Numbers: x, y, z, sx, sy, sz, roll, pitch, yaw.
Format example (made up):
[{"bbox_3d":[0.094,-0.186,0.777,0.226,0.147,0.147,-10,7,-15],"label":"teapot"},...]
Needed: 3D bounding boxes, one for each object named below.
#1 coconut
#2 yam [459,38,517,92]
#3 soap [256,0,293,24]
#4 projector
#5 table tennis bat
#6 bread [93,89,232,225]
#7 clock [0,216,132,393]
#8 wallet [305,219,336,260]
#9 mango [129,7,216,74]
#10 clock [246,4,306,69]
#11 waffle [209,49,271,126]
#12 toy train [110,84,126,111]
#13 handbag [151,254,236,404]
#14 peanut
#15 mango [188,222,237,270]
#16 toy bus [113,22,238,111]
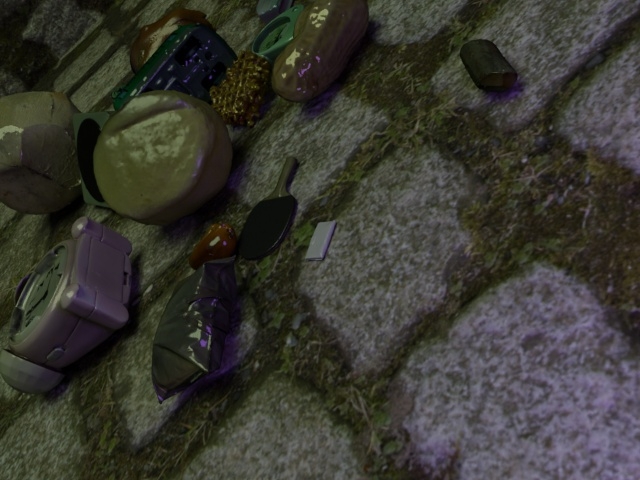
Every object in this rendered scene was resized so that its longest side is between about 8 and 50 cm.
[{"bbox_3d":[-0.849,-0.281,2.099,0.346,0.346,0.360,-29,48,24],"label":"coconut"},{"bbox_3d":[0.292,-0.299,1.214,0.070,0.070,0.146,-33,40,18],"label":"yam"},{"bbox_3d":[-0.129,-0.677,1.980,0.100,0.056,0.149,-13,49,35],"label":"soap"},{"bbox_3d":[-0.587,-0.223,1.902,0.259,0.079,0.257,10,108,49],"label":"projector"},{"bbox_3d":[-0.098,-0.069,1.427,0.138,0.022,0.246,-7,54,42],"label":"table tennis bat"},{"bbox_3d":[-0.356,-0.191,1.604,0.321,0.237,0.320,1,91,23],"label":"bread"},{"bbox_3d":[-0.587,0.151,1.588,0.326,0.184,0.342,-38,32,19],"label":"clock"},{"bbox_3d":[0.000,0.000,1.274,0.044,0.011,0.083,-6,53,42],"label":"wallet"},{"bbox_3d":[-0.447,-0.577,2.101,0.287,0.201,0.152,-32,18,3],"label":"mango"},{"bbox_3d":[-0.112,-0.513,1.807,0.211,0.066,0.159,-22,43,30],"label":"clock"},{"bbox_3d":[-0.204,-0.380,1.738,0.197,0.070,0.193,35,102,47],"label":"waffle"},{"bbox_3d":[-0.566,-0.414,2.151,0.159,0.101,0.248,-21,44,12],"label":"toy train"},{"bbox_3d":[-0.223,0.151,1.272,0.182,0.117,0.270,-35,36,38],"label":"handbag"},{"bbox_3d":[-0.003,-0.436,1.560,0.152,0.152,0.313,12,68,49],"label":"peanut"},{"bbox_3d":[-0.221,0.020,1.433,0.127,0.063,0.077,-43,41,14],"label":"mango"},{"bbox_3d":[-0.411,-0.436,1.938,0.343,0.183,0.199,-51,35,-6],"label":"toy bus"}]
